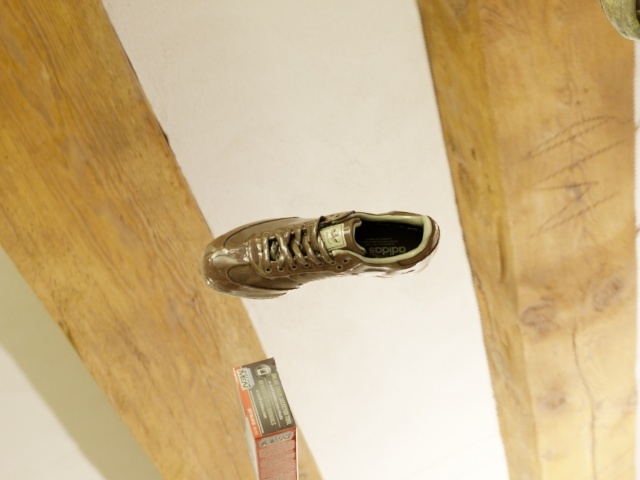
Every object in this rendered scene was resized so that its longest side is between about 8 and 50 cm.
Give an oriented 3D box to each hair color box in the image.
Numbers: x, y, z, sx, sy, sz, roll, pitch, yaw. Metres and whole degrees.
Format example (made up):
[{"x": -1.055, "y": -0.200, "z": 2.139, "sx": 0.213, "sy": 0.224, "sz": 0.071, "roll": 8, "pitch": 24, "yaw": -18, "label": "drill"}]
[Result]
[{"x": -0.063, "y": 0.220, "z": 1.012, "sx": 0.053, "sy": 0.093, "sz": 0.167, "roll": -13, "pitch": -36, "yaw": -12, "label": "hair color box"}]

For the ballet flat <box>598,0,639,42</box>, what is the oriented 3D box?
[{"x": 0.375, "y": -0.301, "z": 0.719, "sx": 0.123, "sy": 0.123, "sz": 0.348, "roll": 11, "pitch": -41, "yaw": -31, "label": "ballet flat"}]

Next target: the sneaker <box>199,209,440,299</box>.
[{"x": 0.000, "y": 0.000, "z": 0.667, "sx": 0.188, "sy": 0.066, "sz": 0.071, "roll": -7, "pitch": -19, "yaw": -9, "label": "sneaker"}]
